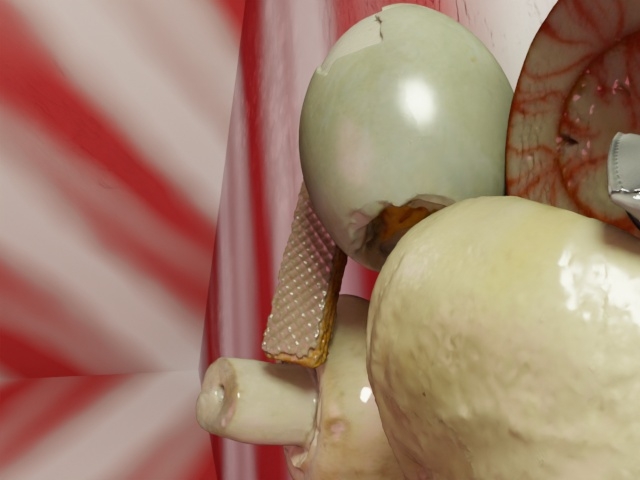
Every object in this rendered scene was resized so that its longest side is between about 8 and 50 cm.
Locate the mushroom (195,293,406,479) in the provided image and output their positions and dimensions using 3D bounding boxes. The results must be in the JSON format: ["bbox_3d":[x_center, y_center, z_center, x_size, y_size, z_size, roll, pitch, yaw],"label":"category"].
[{"bbox_3d":[0.026,0.254,0.901,0.325,0.353,0.352,-12,74,35],"label":"mushroom"}]

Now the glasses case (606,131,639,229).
[{"bbox_3d":[0.287,0.009,0.249,0.308,0.128,0.083,14,112,35],"label":"glasses case"}]

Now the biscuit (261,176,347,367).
[{"bbox_3d":[0.000,0.000,0.844,0.054,0.094,0.378,42,-122,-59],"label":"biscuit"}]

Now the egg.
[{"bbox_3d":[0.107,-0.138,0.713,0.278,0.279,0.335,128,141,-57],"label":"egg"}]

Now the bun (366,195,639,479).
[{"bbox_3d":[0.166,0.147,0.413,0.364,0.202,0.364,43,167,13],"label":"bun"}]

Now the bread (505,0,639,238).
[{"bbox_3d":[0.286,-0.084,0.465,0.295,0.114,0.327,-165,76,-68],"label":"bread"}]
